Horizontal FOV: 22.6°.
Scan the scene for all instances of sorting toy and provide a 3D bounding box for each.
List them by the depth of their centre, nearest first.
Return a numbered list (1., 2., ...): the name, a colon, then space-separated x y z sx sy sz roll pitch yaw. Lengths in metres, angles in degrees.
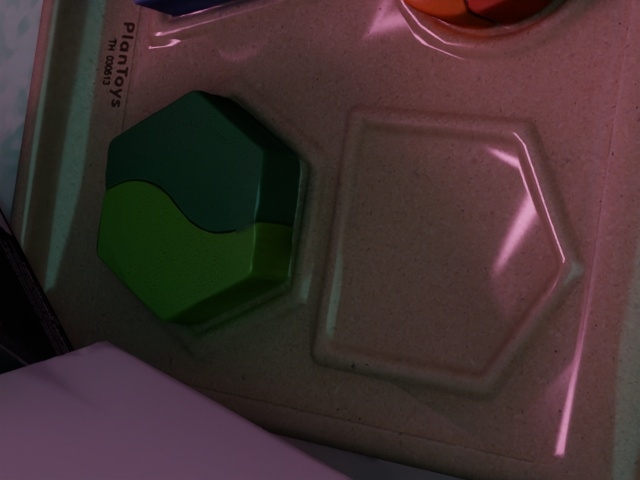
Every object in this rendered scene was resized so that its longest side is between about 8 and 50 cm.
1. sorting toy: 0.000 0.000 0.458 0.229 0.041 0.307 8 90 30

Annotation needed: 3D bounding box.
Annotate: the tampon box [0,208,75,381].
1. tampon box: -0.169 0.034 0.457 0.161 0.101 0.120 -33 64 2

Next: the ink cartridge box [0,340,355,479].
1. ink cartridge box: -0.033 0.179 0.336 0.270 0.197 0.198 26 117 31
